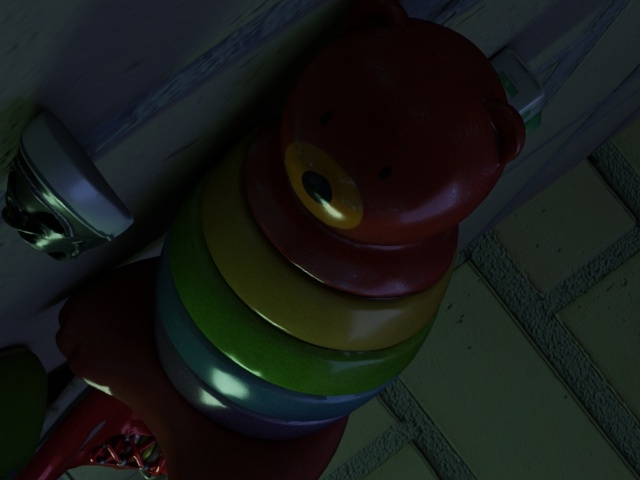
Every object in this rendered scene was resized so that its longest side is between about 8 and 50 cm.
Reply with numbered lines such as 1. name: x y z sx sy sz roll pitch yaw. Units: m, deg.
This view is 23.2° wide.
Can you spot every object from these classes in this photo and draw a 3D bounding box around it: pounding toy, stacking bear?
1. pounding toy: -0.237 0.176 0.944 0.237 0.110 0.183 -40 173 21
2. stacking bear: 0.000 0.000 0.822 0.164 0.175 0.289 -29 163 -40

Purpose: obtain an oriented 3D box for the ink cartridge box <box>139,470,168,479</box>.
1. ink cartridge box: -0.098 0.141 1.562 0.235 0.088 0.193 -37 173 -7

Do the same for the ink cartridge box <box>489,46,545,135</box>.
1. ink cartridge box: 0.080 -0.057 1.273 0.225 0.056 0.181 -39 173 3

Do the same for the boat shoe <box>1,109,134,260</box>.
1. boat shoe: -0.101 -0.014 0.607 0.040 0.049 0.142 -36 176 -4

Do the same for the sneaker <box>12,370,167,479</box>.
1. sneaker: -0.136 0.139 1.193 0.107 0.118 0.279 -42 172 33
